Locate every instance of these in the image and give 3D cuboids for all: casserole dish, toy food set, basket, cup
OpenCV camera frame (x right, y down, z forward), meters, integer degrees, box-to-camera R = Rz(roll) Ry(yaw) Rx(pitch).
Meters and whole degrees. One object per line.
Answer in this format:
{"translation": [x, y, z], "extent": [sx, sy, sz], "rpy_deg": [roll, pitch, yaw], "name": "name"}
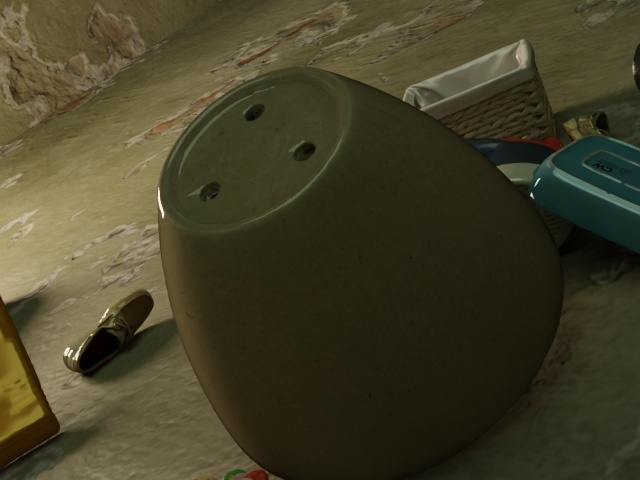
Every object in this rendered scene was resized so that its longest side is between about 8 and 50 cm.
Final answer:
{"translation": [0.272, -0.043, 0.998], "extent": [0.188, 0.037, 0.114], "rpy_deg": [29, 44, 35], "name": "casserole dish"}
{"translation": [-0.081, 0.215, 0.937], "extent": [0.083, 0.020, 0.083], "rpy_deg": [-19, 18, 4], "name": "toy food set"}
{"translation": [0.193, -0.154, 1.377], "extent": [0.167, 0.103, 0.113], "rpy_deg": [-21, 22, 18], "name": "basket"}
{"translation": [0.000, 0.000, 0.929], "extent": [0.331, 0.237, 0.331], "rpy_deg": [-19, 44, 20], "name": "cup"}

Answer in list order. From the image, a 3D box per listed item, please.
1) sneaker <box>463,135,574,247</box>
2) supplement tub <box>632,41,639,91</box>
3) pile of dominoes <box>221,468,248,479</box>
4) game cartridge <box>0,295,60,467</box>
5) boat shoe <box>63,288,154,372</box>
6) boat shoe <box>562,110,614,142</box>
{"translation": [0.101, -0.033, 1.189], "extent": [0.350, 0.131, 0.148], "rpy_deg": [-6, 30, 25], "name": "sneaker"}
{"translation": [0.419, -0.185, 1.163], "extent": [0.106, 0.106, 0.198], "rpy_deg": [-41, 23, -29], "name": "supplement tub"}
{"translation": [-0.137, 0.274, 0.884], "extent": [0.251, 0.040, 0.196], "rpy_deg": [-35, 21, -15], "name": "pile of dominoes"}
{"translation": [-0.487, 0.177, 1.346], "extent": [0.285, 0.052, 0.323], "rpy_deg": [-32, 48, -8], "name": "game cartridge"}
{"translation": [-0.253, 0.115, 1.401], "extent": [0.135, 0.050, 0.045], "rpy_deg": [-46, 28, -16], "name": "boat shoe"}
{"translation": [0.294, -0.104, 1.203], "extent": [0.048, 0.056, 0.153], "rpy_deg": [-29, 13, 11], "name": "boat shoe"}
